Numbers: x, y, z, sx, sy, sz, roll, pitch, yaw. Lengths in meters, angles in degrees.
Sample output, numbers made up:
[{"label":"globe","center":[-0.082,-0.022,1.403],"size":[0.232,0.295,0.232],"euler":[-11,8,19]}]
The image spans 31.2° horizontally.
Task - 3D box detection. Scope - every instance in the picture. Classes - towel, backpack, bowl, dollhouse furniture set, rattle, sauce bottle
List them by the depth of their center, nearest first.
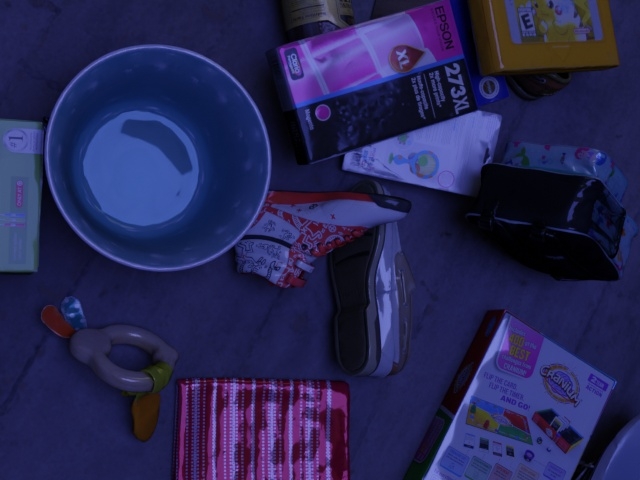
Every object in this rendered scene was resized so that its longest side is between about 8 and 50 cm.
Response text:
[{"label":"bowl","center":[-0.240,-0.106,1.620],"size":[0.312,0.163,0.311],"euler":[2,85,-20]},{"label":"rattle","center":[-0.313,0.182,1.645],"size":[0.200,0.142,0.130],"euler":[18,47,-3]},{"label":"towel","center":[-0.084,0.306,1.719],"size":[0.275,0.031,0.198],"euler":[3,84,-20]},{"label":"sauce bottle","center":[-0.003,-0.338,1.753],"size":[0.111,0.111,0.344],"euler":[-9,91,-20]},{"label":"backpack","center":[0.376,-0.037,1.796],"size":[0.253,0.225,0.191],"euler":[41,67,-45]},{"label":"dollhouse furniture set","center":[0.162,-0.294,1.850],"size":[0.151,0.123,0.144],"euler":[22,81,-51]}]

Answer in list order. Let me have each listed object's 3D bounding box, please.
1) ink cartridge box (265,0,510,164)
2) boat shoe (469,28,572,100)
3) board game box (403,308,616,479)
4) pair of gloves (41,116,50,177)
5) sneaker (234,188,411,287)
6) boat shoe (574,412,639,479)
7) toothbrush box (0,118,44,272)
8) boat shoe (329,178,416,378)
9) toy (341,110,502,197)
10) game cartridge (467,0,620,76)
[{"label":"ink cartridge box","center":[0.115,-0.247,1.707],"size":[0.371,0.069,0.175],"euler":[-19,99,-20]},{"label":"boat shoe","center":[0.295,-0.362,1.862],"size":[0.307,0.104,0.110],"euler":[42,74,-12]},{"label":"board game box","center":[0.308,0.306,1.842],"size":[0.242,0.064,0.316],"euler":[33,76,-15]},{"label":"pair of gloves","center":[-0.398,-0.133,1.645],"size":[0.083,0.010,0.074],"euler":[-36,98,-19]},{"label":"sneaker","center":[0.000,0.000,1.694],"size":[0.270,0.090,0.144],"euler":[2,88,14]},{"label":"boat shoe","center":[0.466,0.402,1.873],"size":[0.113,0.105,0.306],"euler":[34,82,-19]},{"label":"toothbrush box","center":[-0.521,-0.060,1.533],"size":[0.283,0.122,0.206],"euler":[1,86,-19]},{"label":"boat shoe","center":[0.085,0.060,1.765],"size":[0.103,0.113,0.302],"euler":[10,80,-40]},{"label":"toy","center":[0.157,-0.156,1.823],"size":[0.237,0.056,0.136],"euler":[11,93,-13]},{"label":"game cartridge","center":[0.339,-0.421,1.791],"size":[0.285,0.053,0.323],"euler":[-9,90,-35]}]
